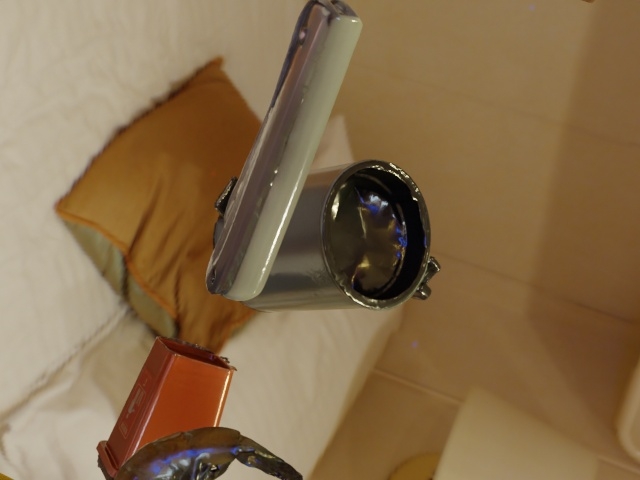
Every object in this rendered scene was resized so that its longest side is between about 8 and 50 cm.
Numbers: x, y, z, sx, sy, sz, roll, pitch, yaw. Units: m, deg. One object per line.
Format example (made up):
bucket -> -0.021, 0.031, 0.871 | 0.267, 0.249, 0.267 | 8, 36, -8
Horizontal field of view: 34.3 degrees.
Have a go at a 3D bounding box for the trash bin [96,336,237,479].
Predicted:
trash bin -> -0.223, 0.286, 1.623 | 0.238, 0.184, 0.161 | -68, -157, 0

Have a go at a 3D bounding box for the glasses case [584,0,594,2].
glasses case -> 0.418, -0.413, 1.507 | 0.218, 0.049, 0.075 | 108, 3, -87

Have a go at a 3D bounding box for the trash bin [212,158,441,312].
trash bin -> 0.000, 0.000, 1.569 | 0.277, 0.263, 0.217 | 43, 60, -29

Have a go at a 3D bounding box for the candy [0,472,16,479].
candy -> -0.373, 0.293, 1.164 | 0.038, 0.122, 0.062 | -26, -142, 47

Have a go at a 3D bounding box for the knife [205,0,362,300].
knife -> -0.036, -0.067, 0.816 | 0.265, 0.041, 0.073 | -66, -149, 29

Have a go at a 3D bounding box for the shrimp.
shrimp -> -0.095, 0.313, 1.045 | 0.051, 0.198, 0.262 | 51, 17, -79
